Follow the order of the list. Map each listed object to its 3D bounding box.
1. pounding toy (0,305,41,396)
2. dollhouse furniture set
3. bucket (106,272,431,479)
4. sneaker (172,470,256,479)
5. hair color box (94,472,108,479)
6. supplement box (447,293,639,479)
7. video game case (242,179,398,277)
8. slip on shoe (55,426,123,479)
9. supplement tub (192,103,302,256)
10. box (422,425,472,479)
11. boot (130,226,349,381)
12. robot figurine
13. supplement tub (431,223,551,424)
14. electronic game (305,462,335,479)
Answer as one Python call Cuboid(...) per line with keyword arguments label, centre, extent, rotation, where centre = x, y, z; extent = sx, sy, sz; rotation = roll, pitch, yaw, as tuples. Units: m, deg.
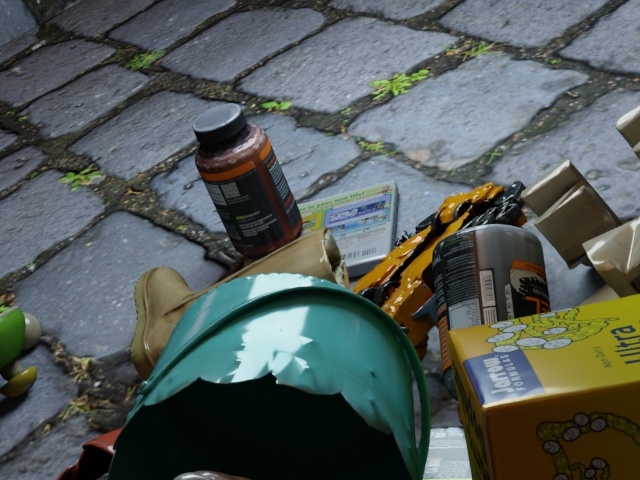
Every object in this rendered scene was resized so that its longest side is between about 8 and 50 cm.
Cuboid(label="pounding toy", centre=(-0.437, 0.181, 1.615), extent=(0.183, 0.110, 0.237), rotation=(-37, 2, -3))
Cuboid(label="dollhouse furniture set", centre=(0.458, 0.008, 1.229), extent=(0.394, 0.256, 0.362), rotation=(-38, 26, 15))
Cuboid(label="bucket", centre=(-0.037, 0.174, 1.096), extent=(0.281, 0.281, 0.183), rotation=(-14, 30, 14))
Cuboid(label="sneaker", centre=(-0.088, 0.332, 0.906), extent=(0.130, 0.236, 0.322), rotation=(-18, 44, 44))
Cuboid(label="hair color box", centre=(-0.299, 0.381, 1.114), extent=(0.347, 0.105, 0.174), rotation=(-32, 34, -1))
Cuboid(label="supplement box", centre=(0.298, 0.152, 0.955), extent=(0.357, 0.195, 0.194), rotation=(-11, 13, 1))
Cuboid(label="video game case", centre=(0.000, 0.000, 1.669), extent=(0.212, 0.023, 0.193), rotation=(-14, 31, 16))
Cuboid(label="slip on shoe", centre=(-0.206, 0.246, 1.330), extent=(0.123, 0.101, 0.331), rotation=(2, 36, 39))
Cuboid(label="supplement tub", centre=(-0.102, -0.083, 1.649), extent=(0.106, 0.197, 0.106), rotation=(-17, 30, 10))
Cuboid(label="box", centre=(0.168, 0.247, 1.137), extent=(0.191, 0.045, 0.184), rotation=(-6, 36, 25))
Cuboid(label="boot", centre=(-0.098, 0.058, 1.525), extent=(0.270, 0.089, 0.236), rotation=(-29, 30, 12))
Cuboid(label="robot figurine", centre=(0.131, 0.037, 1.430), extent=(0.291, 0.085, 0.211), rotation=(-44, 15, -32))
Cuboid(label="supplement tub", centre=(0.178, 0.090, 1.248), extent=(0.117, 0.117, 0.190), rotation=(-11, 66, 18))
Cuboid(label="electronic game", centre=(-0.072, 0.287, 1.224), extent=(0.229, 0.048, 0.229), rotation=(-12, 35, 9))
